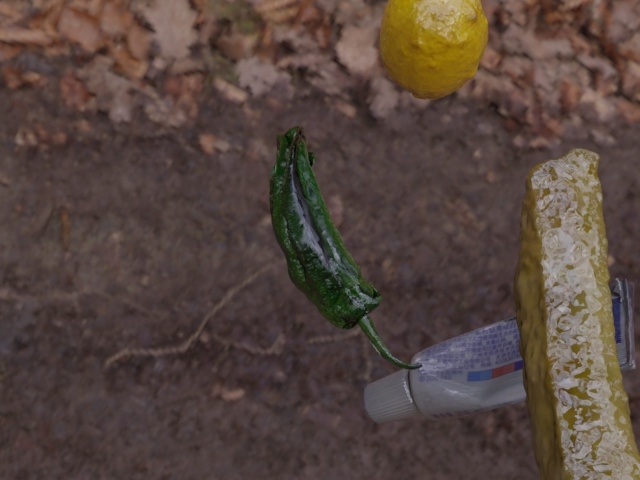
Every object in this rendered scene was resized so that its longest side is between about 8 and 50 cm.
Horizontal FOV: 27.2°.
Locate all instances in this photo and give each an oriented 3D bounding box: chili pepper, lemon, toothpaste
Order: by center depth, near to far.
[{"bbox_3d":[0.000,0.000,1.241,0.122,0.065,0.279,16,47,-54],"label":"chili pepper"},{"bbox_3d":[0.166,0.117,1.254,0.068,0.282,0.099,23,52,-54],"label":"toothpaste"},{"bbox_3d":[0.118,-0.210,1.379,0.114,0.155,0.114,0,54,0],"label":"lemon"}]

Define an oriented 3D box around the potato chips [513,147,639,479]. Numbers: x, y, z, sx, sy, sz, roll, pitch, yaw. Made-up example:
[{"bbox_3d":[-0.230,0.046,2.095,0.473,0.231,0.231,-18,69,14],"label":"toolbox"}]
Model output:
[{"bbox_3d":[0.158,0.133,0.724,0.057,0.080,0.407,4,56,-16],"label":"potato chips"}]
